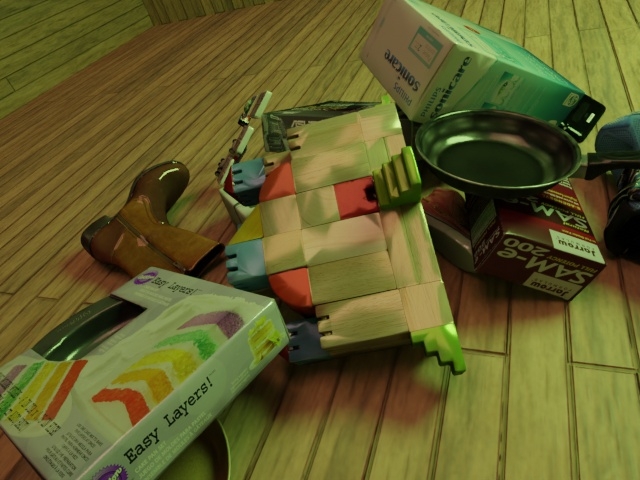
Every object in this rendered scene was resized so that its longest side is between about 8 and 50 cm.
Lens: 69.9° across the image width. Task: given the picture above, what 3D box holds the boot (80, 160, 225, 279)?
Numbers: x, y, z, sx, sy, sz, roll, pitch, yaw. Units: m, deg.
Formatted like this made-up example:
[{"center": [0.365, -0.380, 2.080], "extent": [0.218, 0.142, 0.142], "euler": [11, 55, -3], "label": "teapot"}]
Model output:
[{"center": [-0.279, -0.034, 0.842], "extent": [0.280, 0.096, 0.264], "euler": [20, 51, 37], "label": "boot"}]

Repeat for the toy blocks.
[{"center": [0.000, 0.000, 0.585], "extent": [0.260, 0.191, 0.382], "euler": [-13, 68, 7], "label": "toy blocks"}]

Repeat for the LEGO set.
[{"center": [-0.145, -0.192, 0.889], "extent": [0.183, 0.060, 0.244], "euler": [-62, 21, 5], "label": "LEGO set"}]

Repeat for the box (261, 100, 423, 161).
[{"center": [0.081, -0.215, 0.872], "extent": [0.307, 0.077, 0.242], "euler": [12, 26, 33], "label": "box"}]

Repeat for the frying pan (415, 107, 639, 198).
[{"center": [0.282, -0.115, 0.577], "extent": [0.325, 0.053, 0.197], "euler": [-2, 41, 0], "label": "frying pan"}]

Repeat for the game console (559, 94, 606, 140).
[{"center": [0.446, -0.224, 0.853], "extent": [0.107, 0.071, 0.122], "euler": [39, 61, 13], "label": "game console"}]

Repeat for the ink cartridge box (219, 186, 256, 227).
[{"center": [-0.062, -0.052, 0.784], "extent": [0.153, 0.087, 0.208], "euler": [-31, 39, -17], "label": "ink cartridge box"}]

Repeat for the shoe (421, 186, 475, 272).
[{"center": [0.195, -0.024, 0.665], "extent": [0.081, 0.064, 0.178], "euler": [-33, 35, -9], "label": "shoe"}]

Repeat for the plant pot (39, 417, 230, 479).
[{"center": [-0.202, 0.276, 0.485], "extent": [0.236, 0.032, 0.236], "euler": [-12, 38, 9], "label": "plant pot"}]

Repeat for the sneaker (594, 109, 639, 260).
[{"center": [0.421, -0.059, 0.568], "extent": [0.147, 0.130, 0.330], "euler": [-9, 39, 7], "label": "sneaker"}]

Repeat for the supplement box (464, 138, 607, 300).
[{"center": [0.270, -0.045, 0.616], "extent": [0.130, 0.073, 0.240], "euler": [17, 43, -4], "label": "supplement box"}]

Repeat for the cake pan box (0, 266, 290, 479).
[{"center": [-0.206, 0.134, 0.499], "extent": [0.266, 0.070, 0.245], "euler": [9, 35, 41], "label": "cake pan box"}]

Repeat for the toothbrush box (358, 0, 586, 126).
[{"center": [0.244, -0.277, 0.764], "extent": [0.295, 0.126, 0.216], "euler": [4, 43, -28], "label": "toothbrush box"}]
